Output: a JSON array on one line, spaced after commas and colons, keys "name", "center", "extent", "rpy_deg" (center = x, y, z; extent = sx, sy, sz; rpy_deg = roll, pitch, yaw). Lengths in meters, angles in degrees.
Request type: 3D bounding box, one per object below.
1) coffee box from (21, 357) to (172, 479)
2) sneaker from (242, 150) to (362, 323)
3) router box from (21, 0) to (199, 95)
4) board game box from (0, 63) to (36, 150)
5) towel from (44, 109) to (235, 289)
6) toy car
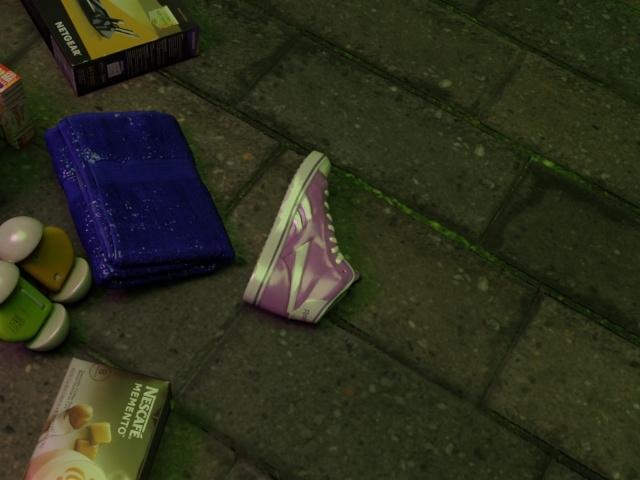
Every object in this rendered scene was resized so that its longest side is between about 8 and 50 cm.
[{"name": "coffee box", "center": [-0.293, 0.293, 1.072], "extent": [0.141, 0.098, 0.246], "rpy_deg": [15, 57, 1]}, {"name": "sneaker", "center": [0.000, 0.001, 1.309], "extent": [0.161, 0.102, 0.282], "rpy_deg": [20, 68, 1]}, {"name": "router box", "center": [-0.398, -0.431, 1.527], "extent": [0.243, 0.081, 0.309], "rpy_deg": [-25, 65, -22]}, {"name": "board game box", "center": [-0.559, -0.250, 1.351], "extent": [0.193, 0.146, 0.045], "rpy_deg": [34, 60, 12]}, {"name": "towel", "center": [-0.281, -0.078, 1.302], "extent": [0.228, 0.076, 0.308], "rpy_deg": [-11, 60, -28]}, {"name": "toy car", "center": [-0.431, 0.063, 1.188], "extent": [0.136, 0.159, 0.182], "rpy_deg": [-5, 51, 30]}]
